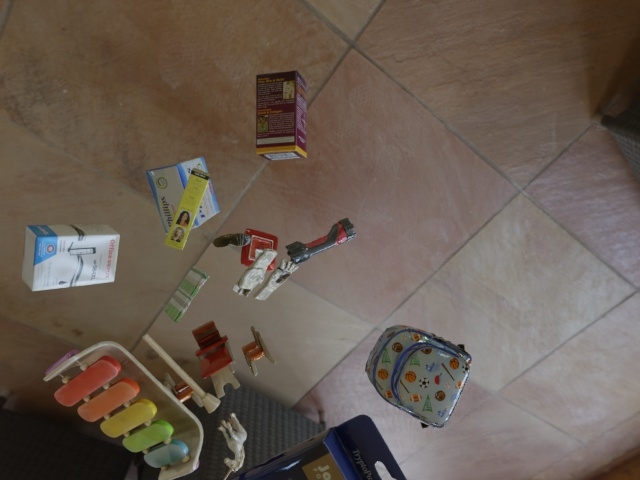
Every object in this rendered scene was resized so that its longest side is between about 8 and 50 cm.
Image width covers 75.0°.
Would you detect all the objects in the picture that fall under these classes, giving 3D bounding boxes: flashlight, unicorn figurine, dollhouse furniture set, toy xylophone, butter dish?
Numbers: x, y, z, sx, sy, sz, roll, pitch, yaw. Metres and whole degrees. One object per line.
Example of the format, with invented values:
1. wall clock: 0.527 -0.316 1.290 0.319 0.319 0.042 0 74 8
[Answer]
1. flashlight: 0.000 0.000 1.799 0.303 0.103 0.103 -21 117 -13
2. unicorn figurine: -0.228 0.527 1.098 0.060 0.162 0.111 -31 89 15
3. dollhouse furniture set: -0.286 0.312 1.122 0.261 0.259 0.135 -27 98 -17
4. toy xylophone: -0.335 0.298 0.769 0.322 0.081 0.236 43 120 -9
5. butter dish: -0.278 0.047 1.777 0.160 0.160 0.118 16 162 -32

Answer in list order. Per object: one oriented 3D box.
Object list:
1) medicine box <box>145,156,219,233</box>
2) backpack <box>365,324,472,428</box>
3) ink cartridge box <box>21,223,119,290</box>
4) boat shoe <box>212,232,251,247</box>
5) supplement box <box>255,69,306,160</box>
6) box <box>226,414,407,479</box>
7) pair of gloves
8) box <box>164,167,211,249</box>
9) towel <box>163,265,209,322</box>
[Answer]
1. medicine box: -0.575 -0.201 1.775 0.149 0.289 0.264 -11 106 8
2. backpack: 0.271 0.375 1.188 0.263 0.213 0.277 26 80 3
3. ink cartridge box: -0.652 0.040 1.099 0.203 0.085 0.148 -4 114 -51
4. boat shoe: -0.352 -0.004 1.646 0.152 0.049 0.056 -4 103 -30
5. supplement box: -0.092 -0.293 0.991 0.104 0.081 0.188 -1 87 16
6. box: -0.020 0.268 0.382 0.225 0.036 0.137 -33 80 14
7. pair of gloves: -0.198 0.134 1.516 0.204 0.042 0.240 -47 151 4
8. box: -0.389 -0.094 1.226 0.058 0.087 0.232 20 99 -17
9. towel: -0.374 0.148 1.163 0.023 0.113 0.152 37 77 -31
